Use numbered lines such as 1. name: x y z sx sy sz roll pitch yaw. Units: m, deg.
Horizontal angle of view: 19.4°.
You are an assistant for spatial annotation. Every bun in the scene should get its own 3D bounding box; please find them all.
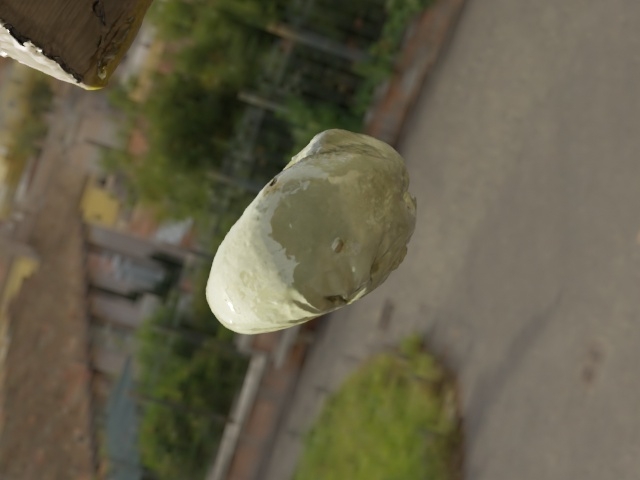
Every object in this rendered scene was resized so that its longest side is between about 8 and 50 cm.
1. bun: 0.000 0.000 1.700 0.229 0.145 0.229 -56 2 3

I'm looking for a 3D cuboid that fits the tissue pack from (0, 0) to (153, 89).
1. tissue pack: -0.172 -0.197 0.821 0.271 0.134 0.192 23 81 32
